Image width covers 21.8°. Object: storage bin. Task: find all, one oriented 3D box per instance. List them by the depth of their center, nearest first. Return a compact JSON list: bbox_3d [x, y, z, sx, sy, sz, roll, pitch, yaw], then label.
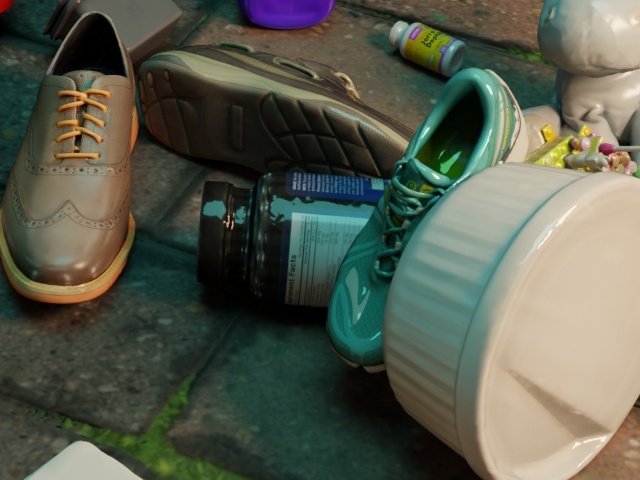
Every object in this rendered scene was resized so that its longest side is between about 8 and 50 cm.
[{"bbox_3d":[-0.223,-0.238,1.822,0.091,0.098,0.135,45,46,3],"label":"storage bin"}]

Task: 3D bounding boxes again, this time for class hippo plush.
[{"bbox_3d":[0.320,-0.177,1.682,0.234,0.237,0.294,21,41,19],"label":"hippo plush"}]

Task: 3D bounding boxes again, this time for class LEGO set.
[{"bbox_3d":[0.253,-0.042,1.507,0.287,0.132,0.107,6,-1,-37],"label":"LEGO set"}]

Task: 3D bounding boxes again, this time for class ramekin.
[{"bbox_3d":[0.165,0.061,1.360,0.127,0.273,0.273,23,41,37],"label":"ramekin"}]

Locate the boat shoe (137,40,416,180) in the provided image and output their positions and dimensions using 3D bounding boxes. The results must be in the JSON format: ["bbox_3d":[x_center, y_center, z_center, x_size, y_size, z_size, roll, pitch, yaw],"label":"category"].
[{"bbox_3d":[-0.014,-0.126,1.665,0.355,0.132,0.130,25,43,21],"label":"boat shoe"}]

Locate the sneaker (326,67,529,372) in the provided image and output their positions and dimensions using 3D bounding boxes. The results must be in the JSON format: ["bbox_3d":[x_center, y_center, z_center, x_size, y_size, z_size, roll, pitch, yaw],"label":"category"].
[{"bbox_3d":[0.078,-0.023,1.395,0.107,0.110,0.275,23,80,22],"label":"sneaker"}]

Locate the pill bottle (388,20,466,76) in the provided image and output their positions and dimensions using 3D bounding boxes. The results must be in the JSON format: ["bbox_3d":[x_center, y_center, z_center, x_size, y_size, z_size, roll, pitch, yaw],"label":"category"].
[{"bbox_3d":[0.118,-0.216,1.861,0.083,0.043,0.043,27,43,25],"label":"pill bottle"}]

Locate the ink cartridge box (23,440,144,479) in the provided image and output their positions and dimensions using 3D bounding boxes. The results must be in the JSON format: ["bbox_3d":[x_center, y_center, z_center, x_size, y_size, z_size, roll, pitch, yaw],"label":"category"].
[{"bbox_3d":[-0.137,0.258,1.108,0.153,0.208,0.087,29,44,27],"label":"ink cartridge box"}]

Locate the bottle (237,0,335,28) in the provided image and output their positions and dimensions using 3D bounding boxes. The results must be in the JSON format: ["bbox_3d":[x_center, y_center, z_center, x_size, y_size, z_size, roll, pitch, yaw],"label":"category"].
[{"bbox_3d":[-0.049,-0.358,1.978,0.118,0.092,0.283,-1,39,-6],"label":"bottle"}]

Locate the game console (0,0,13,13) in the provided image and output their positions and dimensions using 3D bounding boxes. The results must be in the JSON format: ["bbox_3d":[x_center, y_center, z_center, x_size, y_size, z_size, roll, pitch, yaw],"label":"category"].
[{"bbox_3d":[-0.545,-0.348,1.868,0.386,0.060,0.342,2,33,-20],"label":"game console"}]

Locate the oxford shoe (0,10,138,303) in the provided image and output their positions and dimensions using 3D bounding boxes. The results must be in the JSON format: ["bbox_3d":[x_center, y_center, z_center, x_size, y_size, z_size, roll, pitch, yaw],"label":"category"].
[{"bbox_3d":[-0.239,-0.085,1.583,0.130,0.133,0.364,2,39,-6],"label":"oxford shoe"}]

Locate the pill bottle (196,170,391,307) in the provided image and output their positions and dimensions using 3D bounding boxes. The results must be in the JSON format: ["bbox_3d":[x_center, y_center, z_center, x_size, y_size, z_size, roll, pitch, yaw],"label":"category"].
[{"bbox_3d":[0.000,0.000,1.515,0.219,0.123,0.123,5,39,-1],"label":"pill bottle"}]
